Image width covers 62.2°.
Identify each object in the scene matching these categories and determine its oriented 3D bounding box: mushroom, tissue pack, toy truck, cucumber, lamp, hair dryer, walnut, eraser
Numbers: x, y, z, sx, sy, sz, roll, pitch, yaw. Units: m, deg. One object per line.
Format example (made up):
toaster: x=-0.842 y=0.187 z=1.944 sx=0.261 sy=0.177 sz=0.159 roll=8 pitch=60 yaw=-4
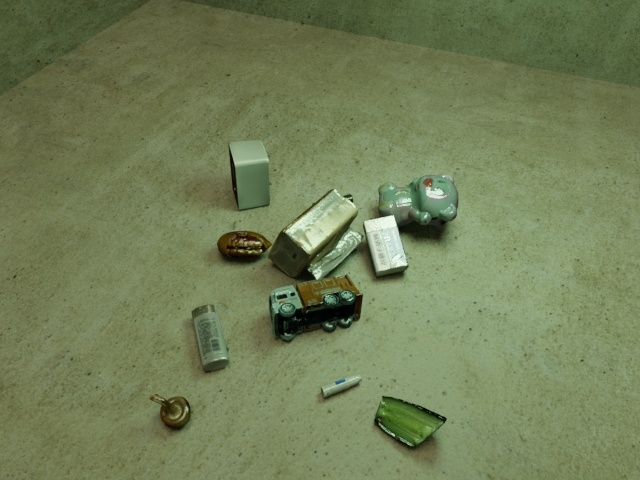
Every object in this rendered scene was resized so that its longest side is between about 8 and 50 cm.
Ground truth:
mushroom: x=-0.436 y=0.482 z=1.533 sx=0.130 sy=0.073 sz=0.088 roll=40 pitch=65 yaw=-10
tissue pack: x=-0.288 y=-0.267 z=2.163 sx=0.136 sy=0.246 sz=0.159 roll=-10 pitch=46 yaw=-13
toy truck: x=-0.025 y=0.212 z=1.781 sx=0.306 sy=0.136 sz=0.162 roll=-10 pitch=40 yaw=-15
cucumber: x=0.257 y=0.518 z=1.527 sx=0.193 sy=0.115 sz=0.086 roll=18 pitch=4 yaw=21
lamp: x=0.395 y=-0.130 z=2.089 sx=0.302 sy=0.247 sz=0.247 roll=-11 pitch=39 yaw=18
hair dryer: x=0.079 y=-0.138 z=2.134 sx=0.173 sy=0.050 sz=0.195 roll=-17 pitch=19 yaw=-18
walnut: x=-0.284 y=0.016 z=1.979 sx=0.208 sy=0.115 sz=0.115 roll=1 pitch=46 yaw=-3
eraser: x=0.239 y=0.019 z=1.970 sx=0.125 sy=0.068 sz=0.210 roll=-12 pitch=69 yaw=-1
tissue pack: x=0.000 y=0.000 z=1.944 sx=0.239 sy=0.238 sz=0.305 roll=29 pitch=51 yaw=24

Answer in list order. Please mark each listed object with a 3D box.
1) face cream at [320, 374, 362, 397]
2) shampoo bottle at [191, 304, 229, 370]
face cream: x=0.066 y=0.443 z=1.624 sx=0.130 sy=0.034 sz=0.034 roll=-16 pitch=48 yaw=-16
shampoo bottle: x=-0.360 y=0.312 z=1.721 sx=0.086 sy=0.055 sz=0.227 roll=-14 pitch=48 yaw=-13
